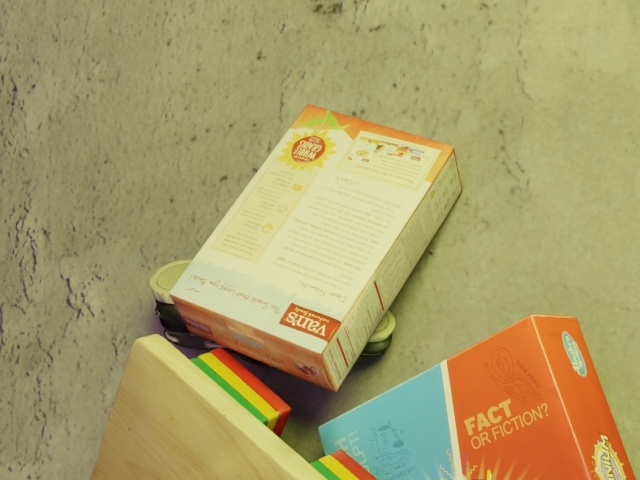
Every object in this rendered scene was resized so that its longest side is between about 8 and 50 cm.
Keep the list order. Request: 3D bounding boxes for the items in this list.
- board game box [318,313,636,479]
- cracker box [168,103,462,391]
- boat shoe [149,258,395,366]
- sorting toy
[{"bbox_3d":[0.139,0.249,0.968,0.242,0.064,0.317,-34,63,36],"label":"board game box"},{"bbox_3d":[0.000,0.000,1.089,0.155,0.067,0.232,20,60,28],"label":"cracker box"},{"bbox_3d":[-0.042,0.074,1.147,0.233,0.084,0.079,8,118,20],"label":"boat shoe"},{"bbox_3d":[-0.073,0.243,1.053,0.257,0.089,0.256,36,121,28],"label":"sorting toy"}]
